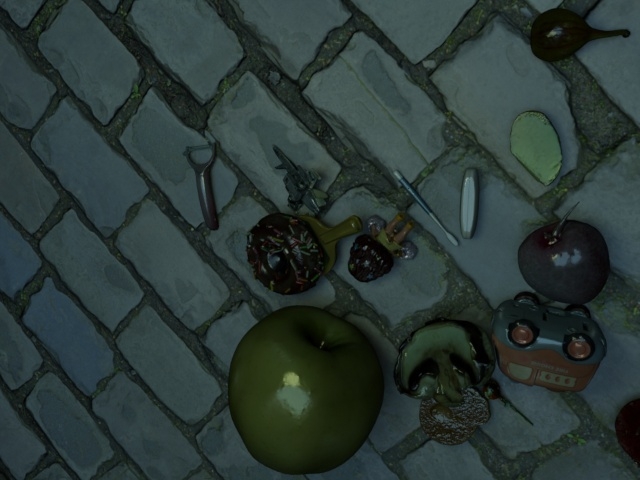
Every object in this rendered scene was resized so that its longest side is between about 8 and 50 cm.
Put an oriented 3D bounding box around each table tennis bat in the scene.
[{"bbox_3d":[0.000,0.000,1.740,0.320,0.050,0.198,-24,96,41],"label":"table tennis bat"}]

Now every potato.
[{"bbox_3d":[0.558,-0.239,1.523,0.119,0.054,0.198,-29,94,22],"label":"potato"}]

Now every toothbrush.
[{"bbox_3d":[0.297,-0.092,1.665,0.019,0.025,0.276,-41,83,17],"label":"toothbrush"}]

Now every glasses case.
[{"bbox_3d":[0.402,-0.100,1.594,0.049,0.074,0.194,5,103,19],"label":"glasses case"}]

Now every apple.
[{"bbox_3d":[-0.051,0.426,1.676,0.473,0.473,0.474,4,102,19],"label":"apple"}]

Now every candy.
[{"bbox_3d":[0.535,0.467,1.681,0.184,0.055,0.049,41,155,-1],"label":"candy"}]

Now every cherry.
[{"bbox_3d":[0.613,0.049,1.488,0.213,0.183,0.266,-17,108,36],"label":"cherry"}]

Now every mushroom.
[{"bbox_3d":[0.351,0.340,1.622,0.344,0.130,0.248,-46,45,46],"label":"mushroom"}]

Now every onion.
[{"bbox_3d":[0.855,0.500,1.512,0.183,0.147,0.184,-2,85,21],"label":"onion"}]

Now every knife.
[{"bbox_3d":[-0.375,-0.165,1.879,0.123,0.053,0.278,-3,98,26],"label":"knife"}]

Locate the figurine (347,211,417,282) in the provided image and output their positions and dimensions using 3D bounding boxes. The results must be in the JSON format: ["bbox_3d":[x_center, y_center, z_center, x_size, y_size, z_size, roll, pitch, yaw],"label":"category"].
[{"bbox_3d":[0.173,0.020,1.679,0.174,0.116,0.240,43,111,7],"label":"figurine"}]

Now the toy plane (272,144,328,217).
[{"bbox_3d":[-0.080,-0.180,1.749,0.262,0.088,0.192,48,139,10],"label":"toy plane"}]

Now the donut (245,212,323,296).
[{"bbox_3d":[-0.115,0.047,1.757,0.269,0.103,0.270,17,119,34],"label":"donut"}]

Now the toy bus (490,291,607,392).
[{"bbox_3d":[0.588,0.283,1.554,0.287,0.194,0.232,10,116,17],"label":"toy bus"}]

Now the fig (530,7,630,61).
[{"bbox_3d":[0.628,-0.493,1.423,0.236,0.124,0.124,4,102,7],"label":"fig"}]

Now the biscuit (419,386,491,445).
[{"bbox_3d":[0.386,0.500,1.733,0.181,0.049,0.208,39,109,9],"label":"biscuit"}]
